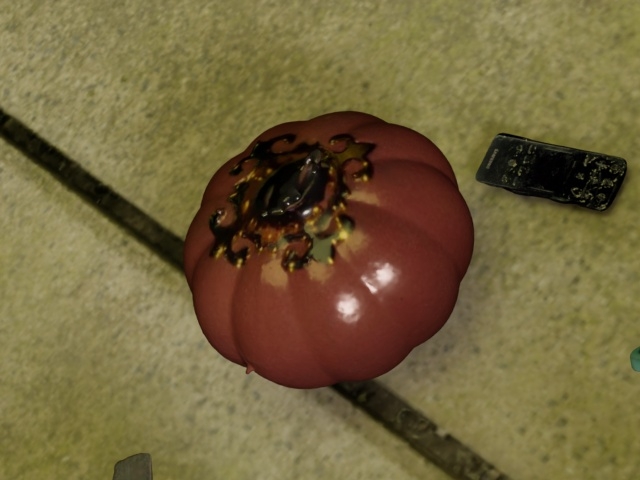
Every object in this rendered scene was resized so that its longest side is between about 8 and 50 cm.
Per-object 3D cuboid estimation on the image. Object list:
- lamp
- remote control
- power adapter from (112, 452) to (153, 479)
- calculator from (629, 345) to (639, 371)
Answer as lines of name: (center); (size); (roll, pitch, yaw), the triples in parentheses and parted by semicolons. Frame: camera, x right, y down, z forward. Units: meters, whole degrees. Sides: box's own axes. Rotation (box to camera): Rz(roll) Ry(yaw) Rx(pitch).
lamp: (0.000, 0.000, 1.054); (0.182, 0.140, 0.182); (-17, 49, 20)
remote control: (0.142, -0.040, 1.076); (0.096, 0.014, 0.039); (14, 68, 37)
power adapter: (-0.088, 0.220, 0.962); (0.125, 0.130, 0.204); (-19, 52, 21)
calculator: (0.327, 0.002, 0.804); (0.386, 0.054, 0.256); (-19, 11, 17)
